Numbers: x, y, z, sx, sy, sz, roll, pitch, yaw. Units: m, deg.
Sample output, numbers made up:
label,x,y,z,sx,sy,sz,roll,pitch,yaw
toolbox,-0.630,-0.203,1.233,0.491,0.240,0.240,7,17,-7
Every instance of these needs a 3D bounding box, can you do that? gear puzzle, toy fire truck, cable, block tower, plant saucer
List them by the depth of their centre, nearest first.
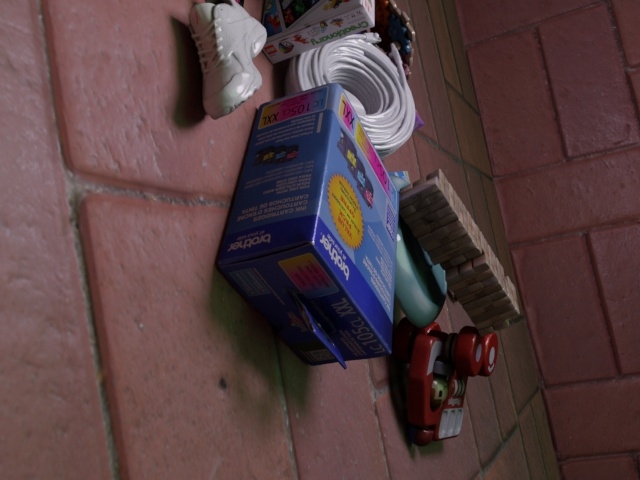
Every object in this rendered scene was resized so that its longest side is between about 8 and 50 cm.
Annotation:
label,x,y,z,sx,sy,sz,roll,pitch,yaw
cable,0.052,-0.260,1.174,0.257,0.089,0.257,-2,66,-33
block tower,0.263,0.021,1.227,0.335,0.091,0.097,53,25,-22
plant saucer,0.186,0.013,1.289,0.317,0.044,0.317,44,37,-47
toy fire truck,0.255,0.301,1.371,0.302,0.169,0.253,21,76,-61
gear puzzle,0.106,-0.515,1.429,0.339,0.044,0.175,62,-7,21

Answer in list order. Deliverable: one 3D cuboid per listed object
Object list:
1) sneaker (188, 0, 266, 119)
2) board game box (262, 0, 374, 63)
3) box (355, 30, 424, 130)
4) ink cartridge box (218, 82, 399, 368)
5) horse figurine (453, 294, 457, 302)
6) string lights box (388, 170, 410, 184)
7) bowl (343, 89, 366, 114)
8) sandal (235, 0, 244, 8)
label,x,y,z,sx,sy,sz,roll,pitch,yaw
sneaker,-0.142,-0.259,0.886,0.115,0.090,0.232,46,28,-38
board game box,-0.002,-0.462,1.149,0.053,0.193,0.305,48,37,-48
box,0.132,-0.388,1.510,0.293,0.057,0.201,30,33,-58
ink cartridge box,0.000,0.000,0.968,0.270,0.151,0.395,54,34,-41
horse figurine,0.375,0.044,1.865,0.174,0.066,0.263,11,65,-70
string lights box,0.127,-0.071,1.364,0.260,0.077,0.133,-18,94,-66
bowl,0.072,-0.260,1.304,0.142,0.053,0.142,13,40,-22
sandal,-0.132,-0.368,0.999,0.179,0.040,0.067,47,37,-48
